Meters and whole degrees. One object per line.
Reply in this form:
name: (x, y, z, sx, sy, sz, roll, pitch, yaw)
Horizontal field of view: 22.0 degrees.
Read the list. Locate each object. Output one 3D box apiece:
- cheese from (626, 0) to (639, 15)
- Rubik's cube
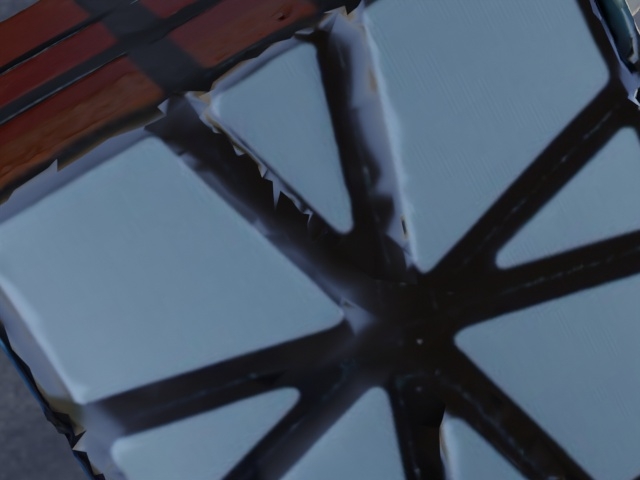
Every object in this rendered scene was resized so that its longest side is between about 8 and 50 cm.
cheese: (0.176, -0.191, 1.021, 0.286, 0.082, 0.163, -50, 160, -16)
Rubik's cube: (0.000, 0.000, 0.772, 0.288, 0.293, 0.283, 60, -3, -22)
